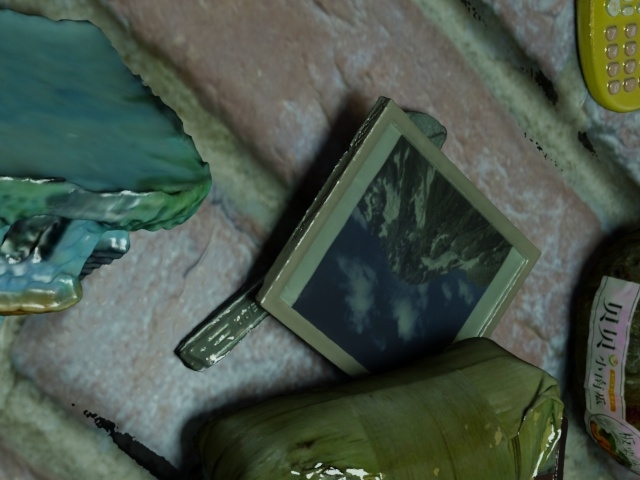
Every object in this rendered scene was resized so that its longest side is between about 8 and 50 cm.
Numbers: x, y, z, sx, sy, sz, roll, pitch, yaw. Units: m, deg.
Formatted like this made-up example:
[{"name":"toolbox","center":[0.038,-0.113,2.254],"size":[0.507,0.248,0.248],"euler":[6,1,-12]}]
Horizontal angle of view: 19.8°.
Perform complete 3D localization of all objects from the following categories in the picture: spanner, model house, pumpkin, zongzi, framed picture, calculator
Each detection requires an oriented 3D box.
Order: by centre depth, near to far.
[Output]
[{"name":"model house","center":[-0.251,-0.012,1.201],"size":[0.261,0.226,0.241],"euler":[5,126,-41]},{"name":"spanner","center":[0.000,0.000,1.530],"size":[0.325,0.026,0.093],"euler":[-42,127,-26]},{"name":"zongzi","center":[0.031,0.278,1.561],"size":[0.323,0.160,0.360],"euler":[-10,123,-27]},{"name":"framed picture","center":[0.072,0.029,1.578],"size":[0.281,0.019,0.209],"euler":[39,80,-45]},{"name":"calculator","center":[0.296,-0.238,1.738],"size":[0.146,0.032,0.235],"euler":[-12,109,-40]},{"name":"pumpkin","center":[0.368,0.107,1.774],"size":[0.260,0.189,0.260],"euler":[-12,107,-42]}]

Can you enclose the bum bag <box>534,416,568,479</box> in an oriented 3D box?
[{"name":"bum bag","center":[0.180,0.222,1.746],"size":[0.159,0.026,0.109],"euler":[-1,100,-47]}]
